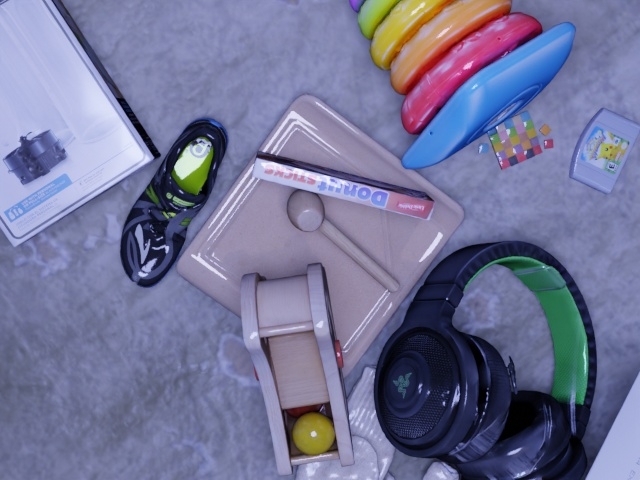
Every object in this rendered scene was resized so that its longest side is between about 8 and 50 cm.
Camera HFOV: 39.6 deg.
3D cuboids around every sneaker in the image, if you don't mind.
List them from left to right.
[{"bbox_3d":[-0.153,-0.040,0.906,0.067,0.078,0.188,27,95,-8],"label":"sneaker"}]

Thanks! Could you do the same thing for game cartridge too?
[{"bbox_3d":[0.308,-0.099,0.970,0.056,0.017,0.083,23,95,-4],"label":"game cartridge"}]

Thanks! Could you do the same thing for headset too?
[{"bbox_3d":[0.172,0.181,0.857,0.243,0.185,0.394,40,64,-26],"label":"headset"}]

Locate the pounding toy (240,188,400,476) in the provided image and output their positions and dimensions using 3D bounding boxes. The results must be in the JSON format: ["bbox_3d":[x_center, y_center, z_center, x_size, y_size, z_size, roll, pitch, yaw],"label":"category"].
[{"bbox_3d":[0.009,0.091,0.862,0.154,0.154,0.270,-9,105,2],"label":"pounding toy"}]

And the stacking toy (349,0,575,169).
[{"bbox_3d":[0.087,-0.239,0.880,0.165,0.175,0.302,-33,81,-27],"label":"stacking toy"}]

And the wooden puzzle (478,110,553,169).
[{"bbox_3d":[0.211,-0.109,0.964,0.083,0.006,0.049,-23,99,-1],"label":"wooden puzzle"}]

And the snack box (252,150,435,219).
[{"bbox_3d":[0.021,-0.055,0.880,0.178,0.064,0.022,14,100,-6],"label":"snack box"}]

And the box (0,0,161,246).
[{"bbox_3d":[-0.307,-0.160,0.873,0.169,0.087,0.290,-31,99,0],"label":"box"}]

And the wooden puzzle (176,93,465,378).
[{"bbox_3d":[0.000,0.000,0.947,0.221,0.044,0.239,36,98,-9],"label":"wooden puzzle"}]

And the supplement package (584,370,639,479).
[{"bbox_3d":[0.408,0.271,0.876,0.262,0.198,0.199,21,96,-46],"label":"supplement package"}]

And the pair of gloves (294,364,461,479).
[{"bbox_3d":[0.093,0.276,0.988,0.240,0.042,0.204,35,94,-7],"label":"pair of gloves"}]
